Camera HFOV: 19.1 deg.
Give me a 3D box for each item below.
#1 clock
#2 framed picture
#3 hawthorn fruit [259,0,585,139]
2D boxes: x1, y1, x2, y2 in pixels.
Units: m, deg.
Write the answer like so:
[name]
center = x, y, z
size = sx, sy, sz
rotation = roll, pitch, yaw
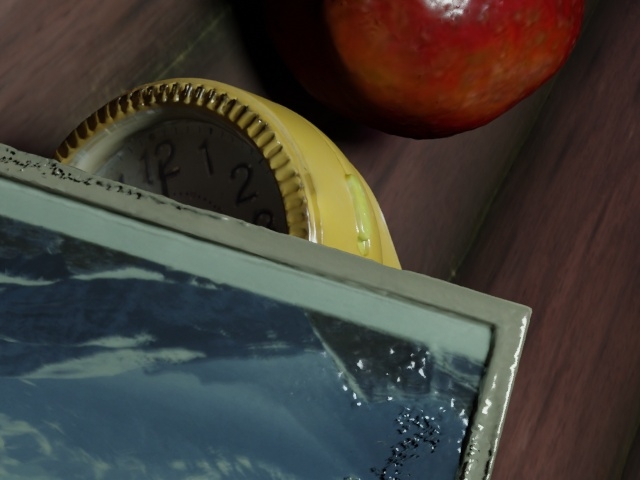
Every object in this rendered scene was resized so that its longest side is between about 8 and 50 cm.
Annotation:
[clock]
center = -0.057, 0.064, 1.165
size = 0.200, 0.244, 0.317
rotation = 15, 57, -62
[framed picture]
center = -0.073, 0.102, 1.016
size = 0.022, 0.335, 0.247
rotation = 120, -13, -73
[hawthorn fruit]
center = 0.068, -0.207, 1.535
size = 0.307, 0.265, 0.265
rotation = -17, 89, -55
